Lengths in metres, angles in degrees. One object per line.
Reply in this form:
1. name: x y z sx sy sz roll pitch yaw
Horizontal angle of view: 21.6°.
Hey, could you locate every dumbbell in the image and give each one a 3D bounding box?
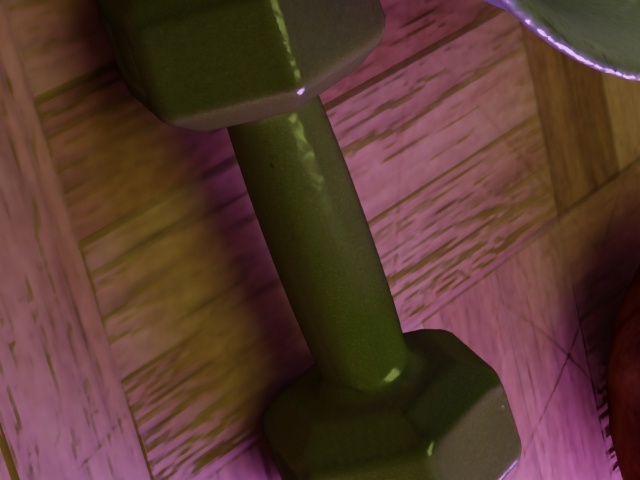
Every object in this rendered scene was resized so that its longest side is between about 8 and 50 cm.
1. dumbbell: 0.000 0.000 0.760 0.108 0.121 0.302 -25 116 -11

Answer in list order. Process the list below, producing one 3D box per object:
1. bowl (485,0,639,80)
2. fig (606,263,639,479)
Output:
1. bowl: 0.068 -0.285 0.734 0.435 0.196 0.435 -3 95 -47
2. fig: 0.283 0.101 0.999 0.224 0.224 0.263 -24 118 -43
